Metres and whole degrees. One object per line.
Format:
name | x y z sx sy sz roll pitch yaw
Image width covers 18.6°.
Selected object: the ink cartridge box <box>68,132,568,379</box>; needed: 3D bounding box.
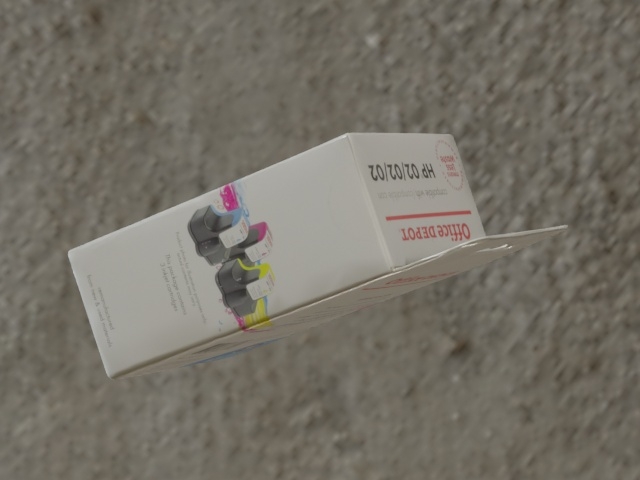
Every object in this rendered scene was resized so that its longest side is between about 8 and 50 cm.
ink cartridge box | 0.000 0.000 0.825 0.181 0.104 0.062 -21 83 26
